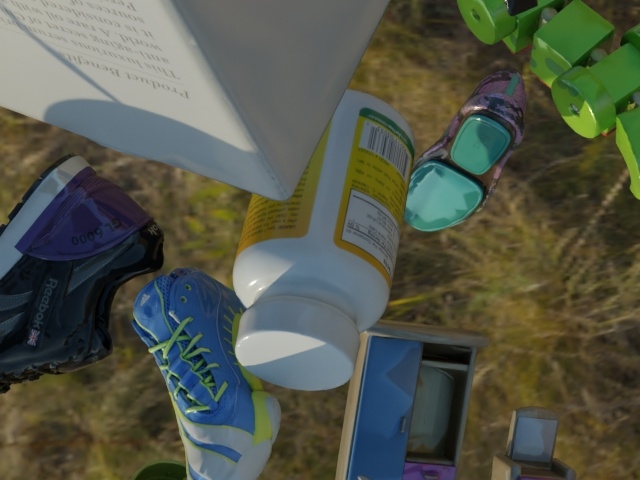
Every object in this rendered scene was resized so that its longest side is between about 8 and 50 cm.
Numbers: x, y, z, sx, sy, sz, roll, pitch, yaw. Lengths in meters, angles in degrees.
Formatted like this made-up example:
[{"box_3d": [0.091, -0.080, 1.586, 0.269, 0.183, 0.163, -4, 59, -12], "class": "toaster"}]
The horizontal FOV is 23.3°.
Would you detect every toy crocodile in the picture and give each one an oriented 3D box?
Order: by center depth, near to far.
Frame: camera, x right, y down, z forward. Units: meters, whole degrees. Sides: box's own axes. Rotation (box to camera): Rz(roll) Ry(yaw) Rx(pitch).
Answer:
[{"box_3d": [0.230, -0.185, 1.462, 0.340, 0.115, 0.105, 50, 163, 22], "class": "toy crocodile"}]

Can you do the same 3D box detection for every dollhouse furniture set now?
[{"box_3d": [0.170, 0.208, 1.489, 0.303, 0.286, 0.198, -156, 74, -72], "class": "dollhouse furniture set"}]

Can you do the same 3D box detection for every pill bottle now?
[{"box_3d": [0.000, 0.000, 1.154, 0.117, 0.117, 0.208, -16, 49, 37], "class": "pill bottle"}]

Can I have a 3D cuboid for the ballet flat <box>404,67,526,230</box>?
[{"box_3d": [0.137, -0.082, 1.399, 0.077, 0.079, 0.221, 32, 150, 1], "class": "ballet flat"}]

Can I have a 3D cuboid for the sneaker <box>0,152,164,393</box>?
[{"box_3d": [-0.236, 0.078, 1.225, 0.124, 0.107, 0.283, 38, 94, 3], "class": "sneaker"}]

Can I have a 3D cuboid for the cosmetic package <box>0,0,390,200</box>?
[{"box_3d": [-0.135, -0.213, 0.703, 0.230, 0.453, 0.162, 20, 71, 23], "class": "cosmetic package"}]

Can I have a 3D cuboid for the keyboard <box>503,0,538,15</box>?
[{"box_3d": [0.104, -0.293, 0.978, 0.033, 0.201, 0.317, -14, 123, 3], "class": "keyboard"}]

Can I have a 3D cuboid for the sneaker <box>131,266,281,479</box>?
[{"box_3d": [-0.099, 0.104, 1.178, 0.126, 0.240, 0.091, 35, 114, -17], "class": "sneaker"}]

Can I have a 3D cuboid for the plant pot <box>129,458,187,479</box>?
[{"box_3d": [-0.146, 0.255, 1.410, 0.083, 0.083, 0.079, 51, 137, 22], "class": "plant pot"}]
